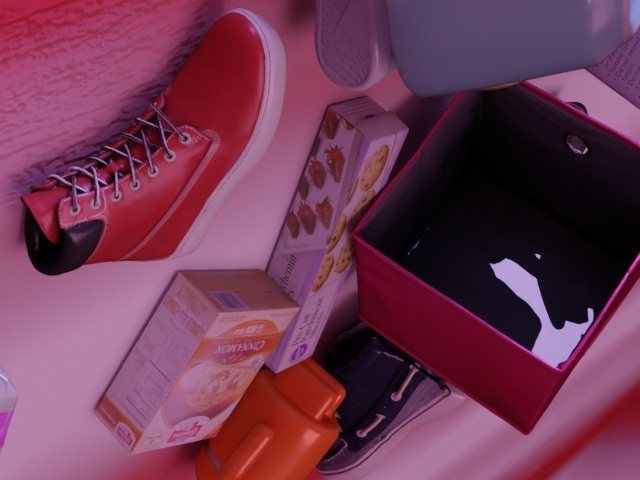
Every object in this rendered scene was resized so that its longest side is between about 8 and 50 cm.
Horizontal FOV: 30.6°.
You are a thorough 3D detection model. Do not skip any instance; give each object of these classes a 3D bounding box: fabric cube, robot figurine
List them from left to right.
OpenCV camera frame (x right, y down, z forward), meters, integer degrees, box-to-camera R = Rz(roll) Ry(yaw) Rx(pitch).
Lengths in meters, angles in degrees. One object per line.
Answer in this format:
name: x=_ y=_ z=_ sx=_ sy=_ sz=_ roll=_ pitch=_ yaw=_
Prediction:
robot figurine: x=-0.063 y=0.244 z=1.399 sx=0.128 sy=0.158 sz=0.219 roll=34 pitch=99 yaw=-24
fabric cube: x=0.209 y=0.016 z=1.284 sx=0.259 sy=0.254 sz=0.258 roll=-52 pitch=163 yaw=-16

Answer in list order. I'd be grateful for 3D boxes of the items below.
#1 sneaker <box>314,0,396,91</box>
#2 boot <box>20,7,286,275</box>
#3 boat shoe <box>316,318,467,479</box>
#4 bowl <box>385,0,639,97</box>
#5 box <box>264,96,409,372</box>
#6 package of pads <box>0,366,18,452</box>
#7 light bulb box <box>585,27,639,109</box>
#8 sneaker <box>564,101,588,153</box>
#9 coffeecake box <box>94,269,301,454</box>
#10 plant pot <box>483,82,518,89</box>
sneaker: x=0.062 y=-0.264 z=0.954 sx=0.151 sy=0.094 sz=0.256 roll=-43 pitch=149 yaw=-40
boot: x=-0.137 y=-0.072 z=0.911 sx=0.176 sy=0.088 sz=0.244 roll=-9 pitch=138 yaw=-49
boat shoe: x=0.047 y=0.203 z=1.546 sx=0.340 sy=0.158 sz=0.127 roll=-46 pitch=-155 yaw=40
bowl: x=0.176 y=-0.253 z=0.902 sx=0.311 sy=0.163 sz=0.312 roll=13 pitch=90 yaw=-71
box: x=0.000 y=0.000 z=1.233 sx=0.067 sy=0.063 sz=0.324 roll=-20 pitch=142 yaw=-45
package of pads: x=-0.374 y=0.207 z=0.912 sx=0.229 sy=0.101 sz=0.297 roll=-14 pitch=139 yaw=-46
light bulb box: x=0.484 y=-0.252 z=1.285 sx=0.358 sy=0.361 sz=0.225 roll=-17 pitch=142 yaw=-46
sneaker: x=0.290 y=-0.139 z=1.472 sx=0.106 sy=0.078 sz=0.234 roll=-53 pitch=157 yaw=4
coffeecake box: x=-0.126 y=0.123 z=1.206 sx=0.142 sy=0.068 sz=0.185 roll=0 pitch=127 yaw=-58
plant pot: x=0.155 y=-0.202 z=1.145 sx=0.134 sy=0.134 sz=0.095 roll=-41 pitch=178 yaw=-14
